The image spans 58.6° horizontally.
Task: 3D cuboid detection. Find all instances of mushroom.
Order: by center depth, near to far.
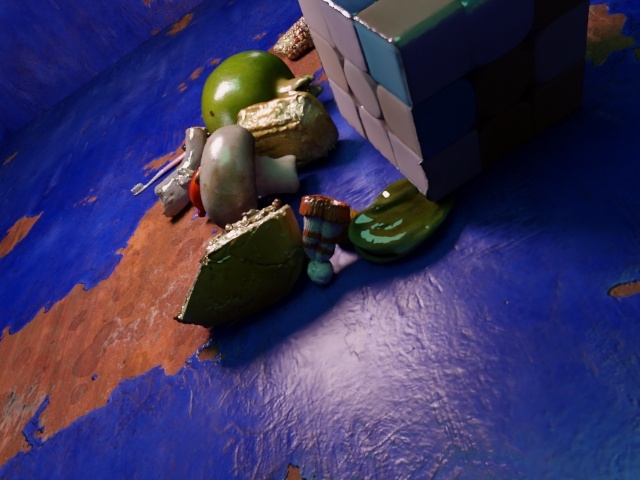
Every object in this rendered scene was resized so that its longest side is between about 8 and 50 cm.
[{"bbox_3d":[-0.156,-0.139,1.287,0.244,0.243,0.243,-23,39,20],"label":"mushroom"},{"bbox_3d":[-0.374,-0.191,1.581,0.096,0.099,0.277,21,78,10],"label":"mushroom"}]

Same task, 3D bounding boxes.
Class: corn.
[{"bbox_3d":[-0.025,-0.684,1.825,0.290,0.098,0.098,-41,36,0],"label":"corn"}]

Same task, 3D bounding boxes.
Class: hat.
[{"bbox_3d":[0.000,0.000,1.051,0.094,0.112,0.162,16,102,16],"label":"hat"}]

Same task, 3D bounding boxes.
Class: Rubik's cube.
[{"bbox_3d":[0.207,-0.345,0.983,0.344,0.347,0.346,-33,51,-6],"label":"Rubik's cube"}]

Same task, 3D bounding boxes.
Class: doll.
[{"bbox_3d":[-0.261,-0.160,1.437,0.085,0.183,0.217,35,114,22],"label":"doll"}]

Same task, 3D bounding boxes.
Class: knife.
[{"bbox_3d":[-0.391,-0.321,1.821,0.121,0.018,0.031,-26,31,16],"label":"knife"}]

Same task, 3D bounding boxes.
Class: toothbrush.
[{"bbox_3d":[-0.479,-0.231,1.795,0.287,0.025,0.020,-35,37,4],"label":"toothbrush"}]

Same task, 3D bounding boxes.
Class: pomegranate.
[{"bbox_3d":[-0.172,-0.402,1.554,0.359,0.216,0.309,-5,45,36],"label":"pomegranate"}]

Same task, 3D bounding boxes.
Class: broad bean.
[{"bbox_3d":[0.148,-0.043,1.024,0.207,0.072,0.153,-36,51,0],"label":"broad bean"}]

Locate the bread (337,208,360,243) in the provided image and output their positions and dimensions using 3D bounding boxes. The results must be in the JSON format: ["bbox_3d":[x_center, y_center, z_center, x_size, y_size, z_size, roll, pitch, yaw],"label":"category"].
[{"bbox_3d":[0.050,-0.026,1.111,0.081,0.046,0.083,-38,38,6],"label":"bread"}]

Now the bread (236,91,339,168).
[{"bbox_3d":[-0.085,-0.257,1.362,0.246,0.174,0.121,-4,46,40],"label":"bread"}]

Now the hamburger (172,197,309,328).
[{"bbox_3d":[-0.148,0.051,1.106,0.155,0.246,0.282,-92,13,-76],"label":"hamburger"}]
